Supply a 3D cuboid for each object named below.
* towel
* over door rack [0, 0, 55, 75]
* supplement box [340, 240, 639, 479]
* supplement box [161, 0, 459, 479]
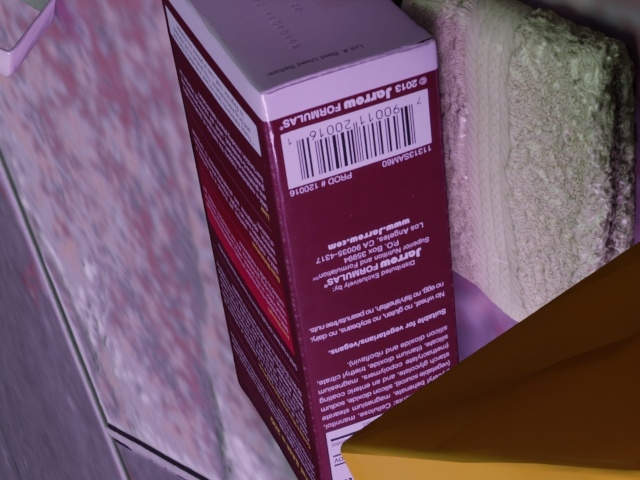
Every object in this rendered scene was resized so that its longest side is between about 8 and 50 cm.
[{"bbox_3d":[0.075,-0.028,0.589,0.110,0.027,0.148,33,142,38],"label":"towel"},{"bbox_3d":[-0.249,-0.271,0.817,0.324,0.108,0.239,37,148,11],"label":"over door rack"},{"bbox_3d":[0.147,0.093,0.413,0.129,0.191,0.194,-8,110,60],"label":"supplement box"},{"bbox_3d":[0.000,0.000,0.654,0.130,0.073,0.239,-126,22,-49],"label":"supplement box"}]
